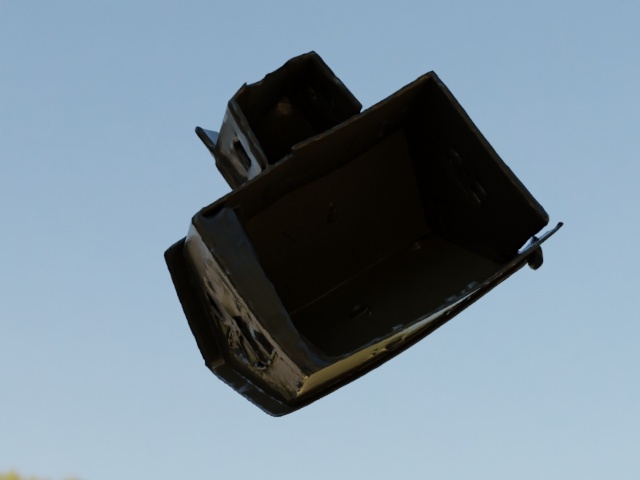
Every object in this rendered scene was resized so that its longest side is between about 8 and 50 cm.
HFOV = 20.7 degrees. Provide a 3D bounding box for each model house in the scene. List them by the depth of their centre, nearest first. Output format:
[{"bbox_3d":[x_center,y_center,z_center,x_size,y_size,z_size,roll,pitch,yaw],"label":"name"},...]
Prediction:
[{"bbox_3d":[0.000,0.000,1.185,0.211,0.204,0.243,-31,-10,-16],"label":"model house"}]
